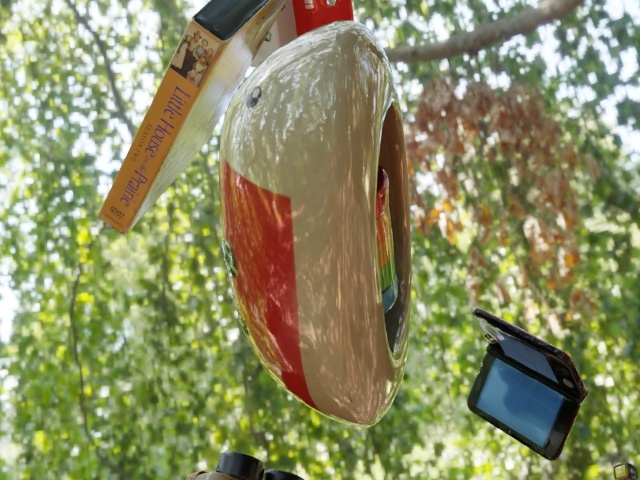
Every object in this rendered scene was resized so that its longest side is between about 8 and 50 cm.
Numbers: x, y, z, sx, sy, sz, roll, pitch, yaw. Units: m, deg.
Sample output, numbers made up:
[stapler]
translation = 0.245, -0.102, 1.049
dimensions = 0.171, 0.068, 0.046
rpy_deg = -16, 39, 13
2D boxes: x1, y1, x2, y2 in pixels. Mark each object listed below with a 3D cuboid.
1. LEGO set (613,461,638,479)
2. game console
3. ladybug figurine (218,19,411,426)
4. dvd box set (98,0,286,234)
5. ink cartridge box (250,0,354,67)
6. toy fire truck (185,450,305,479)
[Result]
[LEGO set]
translation = 0.419, 0.299, 1.031
dimensions = 0.060, 0.244, 0.182
rpy_deg = 29, -74, -28
[game console]
translation = 0.224, 0.164, 1.070
dimensions = 0.085, 0.144, 0.124
rpy_deg = -48, -47, -14
[ladybug figurine]
translation = 0.000, 0.000, 0.951
dimensions = 0.161, 0.305, 0.449
rpy_deg = 1, -59, 13
[dvd box set]
translation = -0.184, -0.231, 1.424
dimensions = 0.062, 0.308, 0.420
rpy_deg = 34, -47, -3
[ink cartridge box]
translation = -0.073, -0.448, 1.612
dimensions = 0.261, 0.296, 0.066
rpy_deg = 11, 32, 35
[toy fire truck]
translation = -0.105, 0.382, 1.144
dimensions = 0.217, 0.159, 0.246
rpy_deg = 29, -33, -24
